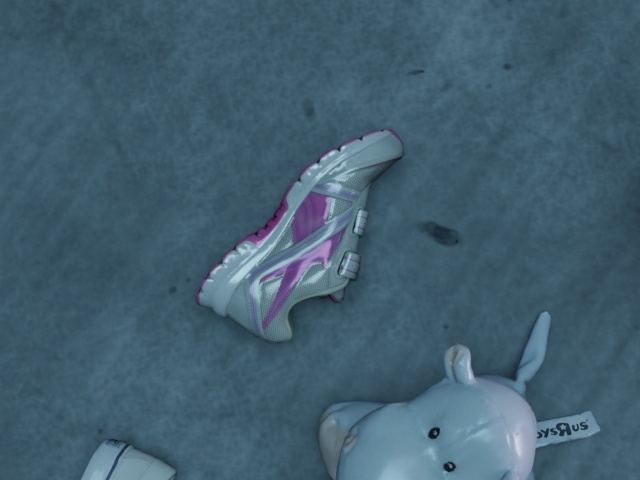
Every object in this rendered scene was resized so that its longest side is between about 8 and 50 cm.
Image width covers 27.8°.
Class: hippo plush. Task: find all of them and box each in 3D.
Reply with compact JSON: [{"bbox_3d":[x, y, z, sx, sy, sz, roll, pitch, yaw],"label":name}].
[{"bbox_3d":[0.131,0.217,1.148,0.294,0.236,0.234,-23,82,-1],"label":"hippo plush"}]

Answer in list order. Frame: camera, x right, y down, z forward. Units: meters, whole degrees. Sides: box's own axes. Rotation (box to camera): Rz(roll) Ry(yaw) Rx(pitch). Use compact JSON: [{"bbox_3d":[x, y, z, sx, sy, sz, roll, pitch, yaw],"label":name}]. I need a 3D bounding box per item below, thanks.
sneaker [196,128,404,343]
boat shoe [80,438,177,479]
[{"bbox_3d":[0.000,0.000,1.257,0.111,0.103,0.252,43,92,2],"label":"sneaker"},{"bbox_3d":[-0.213,0.326,1.221,0.088,0.096,0.267,19,75,9],"label":"boat shoe"}]
